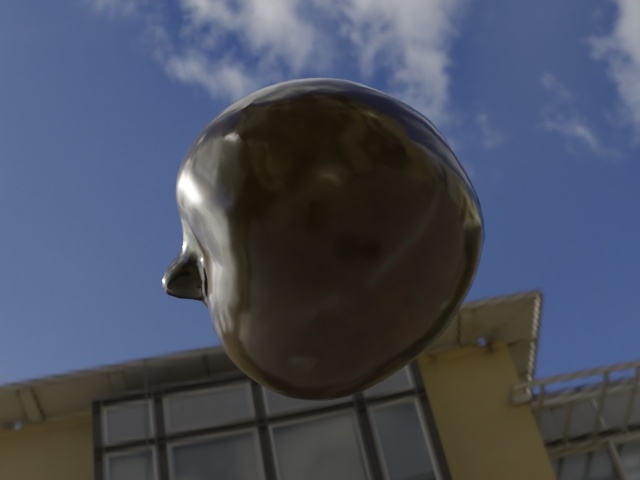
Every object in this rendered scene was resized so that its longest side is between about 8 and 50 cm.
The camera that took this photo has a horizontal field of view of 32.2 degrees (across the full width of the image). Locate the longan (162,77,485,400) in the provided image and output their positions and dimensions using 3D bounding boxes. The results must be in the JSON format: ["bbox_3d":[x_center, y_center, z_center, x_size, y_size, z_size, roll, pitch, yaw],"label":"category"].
[{"bbox_3d":[0.000,0.000,0.997,0.300,0.243,0.300,3,-76,13],"label":"longan"}]
